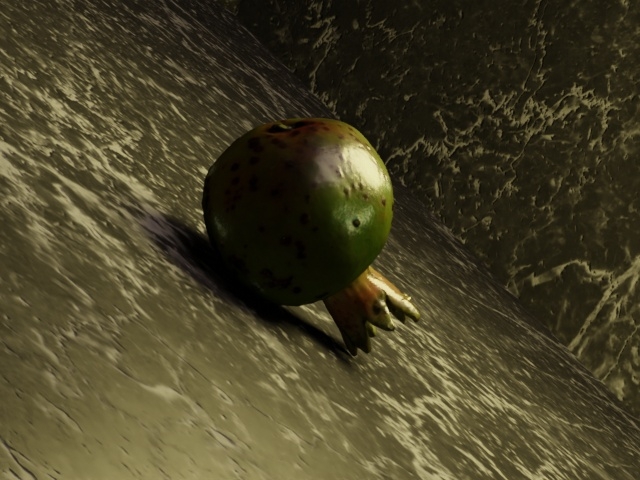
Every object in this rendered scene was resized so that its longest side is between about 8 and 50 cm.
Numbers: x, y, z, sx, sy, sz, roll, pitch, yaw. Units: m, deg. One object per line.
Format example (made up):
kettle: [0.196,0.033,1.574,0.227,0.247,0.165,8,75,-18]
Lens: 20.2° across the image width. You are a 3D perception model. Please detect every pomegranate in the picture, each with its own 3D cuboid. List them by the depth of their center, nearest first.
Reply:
pomegranate: [-0.010,0.000,2.024,0.286,0.231,0.231,67,12,3]
